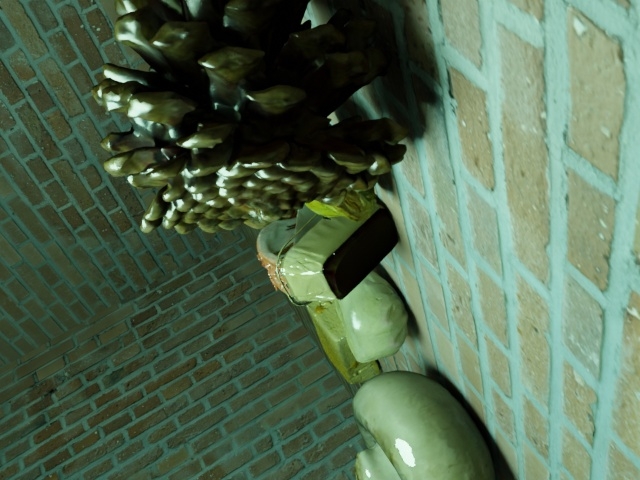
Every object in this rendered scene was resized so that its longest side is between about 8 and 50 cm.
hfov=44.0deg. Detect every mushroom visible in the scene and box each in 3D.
[{"bbox_3d":[0.173,0.440,1.557,0.362,0.295,0.362,60,173,13],"label":"mushroom"}]

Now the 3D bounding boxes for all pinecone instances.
[{"bbox_3d":[-0.089,-0.196,0.930,0.384,0.384,0.384,58,171,14],"label":"pinecone"}]

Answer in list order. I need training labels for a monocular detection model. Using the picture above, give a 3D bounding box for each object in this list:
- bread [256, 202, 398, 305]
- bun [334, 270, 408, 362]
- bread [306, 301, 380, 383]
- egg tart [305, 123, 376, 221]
[{"bbox_3d":[0.000,0.000,1.326,0.212,0.224,0.142,17,141,45],"label":"bread"},{"bbox_3d":[0.100,0.137,1.562,0.178,0.128,0.193,86,164,-71],"label":"bun"},{"bbox_3d":[0.068,0.276,2.241,0.185,0.114,0.274,48,167,40],"label":"bread"},{"bbox_3d":[0.003,-0.110,1.186,0.212,0.090,0.212,48,-158,-27],"label":"egg tart"}]
